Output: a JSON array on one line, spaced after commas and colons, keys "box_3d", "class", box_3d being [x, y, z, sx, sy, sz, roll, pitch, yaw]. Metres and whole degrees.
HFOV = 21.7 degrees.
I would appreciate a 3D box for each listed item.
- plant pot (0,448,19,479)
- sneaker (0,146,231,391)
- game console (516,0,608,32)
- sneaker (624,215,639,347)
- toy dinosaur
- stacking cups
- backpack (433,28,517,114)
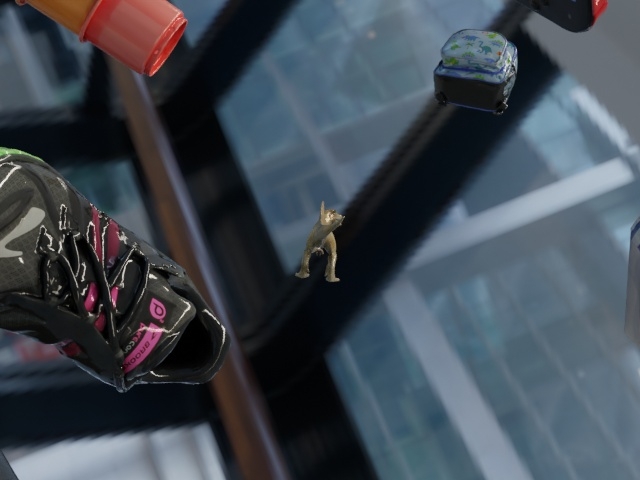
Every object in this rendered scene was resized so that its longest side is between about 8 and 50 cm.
[{"box_3d": [-0.404, 0.291, 1.723, 0.167, 0.187, 0.188, 49, -16, 58], "class": "plant pot"}, {"box_3d": [-0.238, 0.041, 1.702, 0.202, 0.185, 0.483, 26, 0, 30], "class": "sneaker"}, {"box_3d": [0.298, -0.520, 2.593, 0.342, 0.060, 0.386, 33, -27, 32], "class": "game console"}, {"box_3d": [0.405, 0.010, 1.300, 0.182, 0.315, 0.127, 39, -39, 53], "class": "sneaker"}, {"box_3d": [0.000, 0.000, 1.977, 0.183, 0.053, 0.092, -84, 179, -85], "class": "toy dinosaur"}, {"box_3d": [-0.252, -0.253, 1.385, 0.316, 0.096, 0.096, 31, -4, -1], "class": "stacking cups"}, {"box_3d": [0.209, -0.231, 2.209, 0.114, 0.105, 0.084, -59, 153, -52], "class": "backpack"}]
